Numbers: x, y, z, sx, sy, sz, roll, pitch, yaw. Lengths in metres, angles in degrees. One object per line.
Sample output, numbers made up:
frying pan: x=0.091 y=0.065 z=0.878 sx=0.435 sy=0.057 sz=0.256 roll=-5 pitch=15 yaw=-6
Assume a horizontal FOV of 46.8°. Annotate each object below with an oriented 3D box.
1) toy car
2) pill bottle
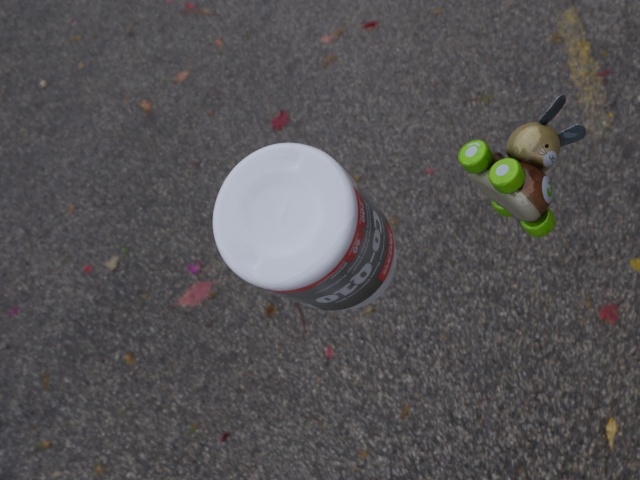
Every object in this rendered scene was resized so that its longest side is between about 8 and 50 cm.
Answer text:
toy car: x=0.342 y=-0.131 z=1.168 sx=0.188 sy=0.155 sz=0.149 roll=-46 pitch=40 yaw=1
pill bottle: x=0.000 y=0.000 z=0.896 sx=0.161 sy=0.283 sz=0.161 roll=-4 pitch=77 yaw=17
